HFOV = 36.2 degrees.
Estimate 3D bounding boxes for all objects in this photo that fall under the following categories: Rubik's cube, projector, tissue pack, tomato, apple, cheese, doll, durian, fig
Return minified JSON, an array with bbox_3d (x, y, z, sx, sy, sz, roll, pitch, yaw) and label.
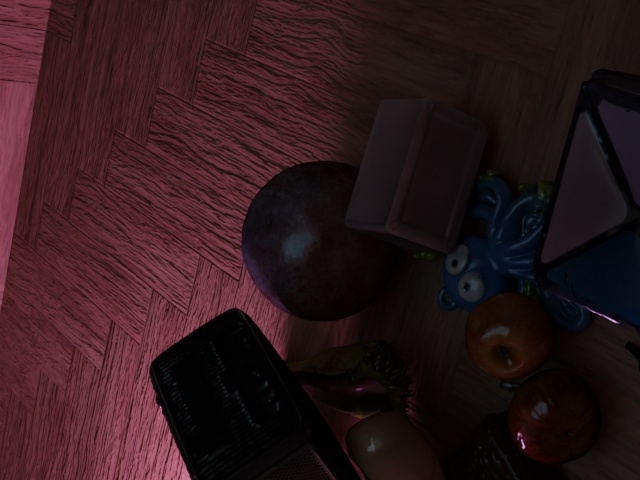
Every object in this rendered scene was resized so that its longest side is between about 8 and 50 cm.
[{"bbox_3d":[0.509,-0.038,1.302,0.310,0.305,0.307,28,112,44],"label":"Rubik's cube"},{"bbox_3d":[-0.097,0.387,1.756,0.242,0.405,0.395,-33,38,-3],"label":"projector"},{"bbox_3d":[0.170,-0.114,1.723,0.136,0.159,0.246,11,82,61],"label":"tissue pack"},{"bbox_3d":[0.000,0.000,1.899,0.317,0.283,0.316,-18,65,44],"label":"tomato"},{"bbox_3d":[0.304,0.155,1.581,0.146,0.131,0.146,8,111,22],"label":"apple"},{"bbox_3d":[0.171,0.458,1.704,0.130,0.351,0.328,-29,74,-3],"label":"cheese"},{"bbox_3d":[0.316,0.034,1.670,0.341,0.099,0.346,-47,61,40],"label":"doll"},{"bbox_3d":[0.058,0.275,1.899,0.352,0.169,0.158,-13,79,56],"label":"durian"},{"bbox_3d":[0.378,0.285,1.592,0.148,0.202,0.149,-16,81,9],"label":"fig"}]

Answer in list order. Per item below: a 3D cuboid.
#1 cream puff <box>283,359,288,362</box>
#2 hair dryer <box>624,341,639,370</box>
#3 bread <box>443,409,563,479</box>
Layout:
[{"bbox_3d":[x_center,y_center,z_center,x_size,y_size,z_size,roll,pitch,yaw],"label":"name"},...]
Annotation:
[{"bbox_3d":[-0.111,0.298,2.132,0.146,0.146,0.116,-45,38,39],"label":"cream puff"},{"bbox_3d":[0.548,0.213,1.446,0.248,0.078,0.195,49,123,42],"label":"hair dryer"},{"bbox_3d":[0.366,0.494,1.615,0.165,0.113,0.416,-54,52,33],"label":"bread"}]
